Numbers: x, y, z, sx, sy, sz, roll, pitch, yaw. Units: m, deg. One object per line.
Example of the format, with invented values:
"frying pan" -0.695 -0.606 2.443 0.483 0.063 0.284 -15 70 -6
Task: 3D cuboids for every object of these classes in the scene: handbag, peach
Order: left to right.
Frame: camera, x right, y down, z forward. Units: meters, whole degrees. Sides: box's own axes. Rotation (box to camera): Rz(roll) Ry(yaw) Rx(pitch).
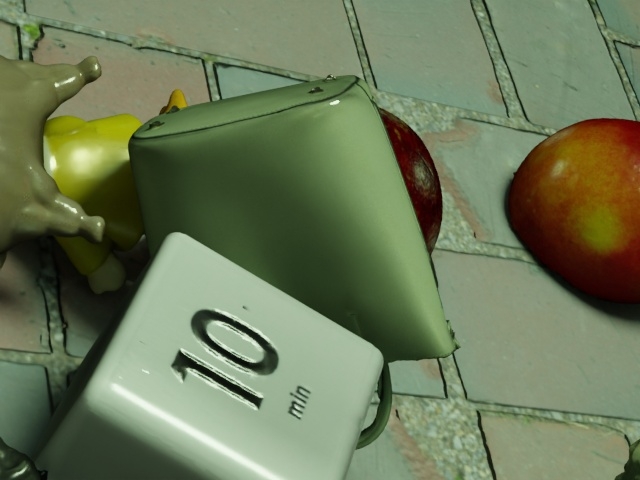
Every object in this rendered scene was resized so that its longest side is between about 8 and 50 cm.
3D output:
"handbag" -0.023 0.036 1.267 0.109 0.241 0.315 -46 124 -68
"peach" 0.311 -0.030 1.684 0.196 0.226 0.189 33 64 -59

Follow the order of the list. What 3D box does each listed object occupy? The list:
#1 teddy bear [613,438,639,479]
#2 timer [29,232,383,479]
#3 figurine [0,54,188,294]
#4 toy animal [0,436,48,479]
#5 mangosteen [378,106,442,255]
"teddy bear" 0.385 0.341 1.341 0.368 0.224 0.357 16 64 -25
"timer" -0.094 0.147 1.189 0.195 0.194 0.192 32 41 -8
"figurine" -0.251 -0.067 1.300 0.344 0.187 0.215 4 63 -41
"toy animal" -0.290 0.255 0.984 0.106 0.168 0.343 33 27 -2
"mangosteen" 0.000 0.000 1.403 0.215 0.215 0.257 8 80 -29
